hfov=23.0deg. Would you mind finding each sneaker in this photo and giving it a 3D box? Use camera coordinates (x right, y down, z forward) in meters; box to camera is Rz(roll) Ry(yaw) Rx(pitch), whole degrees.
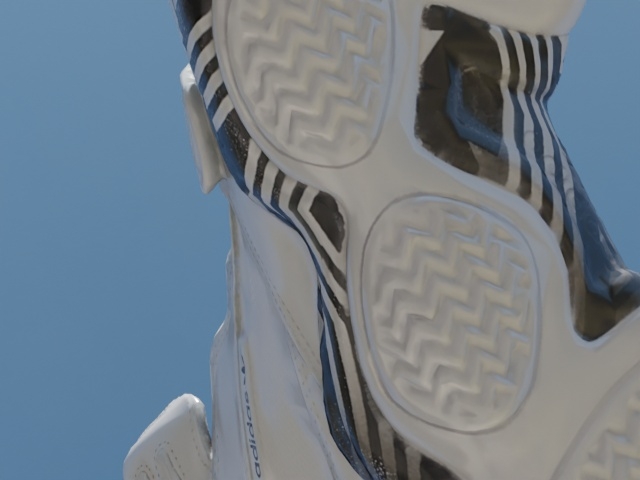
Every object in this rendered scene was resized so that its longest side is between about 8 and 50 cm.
[{"bbox_3d":[0.000,0.000,0.503,0.137,0.210,0.366,-20,-96,-34],"label":"sneaker"}]
